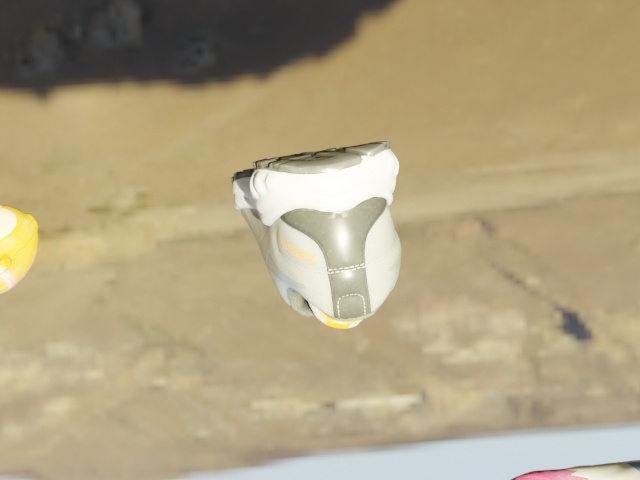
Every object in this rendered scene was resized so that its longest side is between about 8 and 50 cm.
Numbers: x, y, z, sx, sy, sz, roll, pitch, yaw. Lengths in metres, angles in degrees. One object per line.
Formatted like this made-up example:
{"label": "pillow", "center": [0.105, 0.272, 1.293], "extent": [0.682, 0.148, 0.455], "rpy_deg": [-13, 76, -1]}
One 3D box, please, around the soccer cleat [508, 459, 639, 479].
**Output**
{"label": "soccer cleat", "center": [0.261, 0.219, 1.489], "extent": [0.143, 0.116, 0.331], "rpy_deg": [-2, 170, -41]}

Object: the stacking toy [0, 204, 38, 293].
{"label": "stacking toy", "center": [-0.261, 0.076, 0.955], "extent": [0.302, 0.165, 0.175], "rpy_deg": [-38, -151, -14]}

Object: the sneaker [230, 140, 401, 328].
{"label": "sneaker", "center": [0.000, 0.000, 1.219], "extent": [0.100, 0.108, 0.271], "rpy_deg": [-9, -179, -1]}
